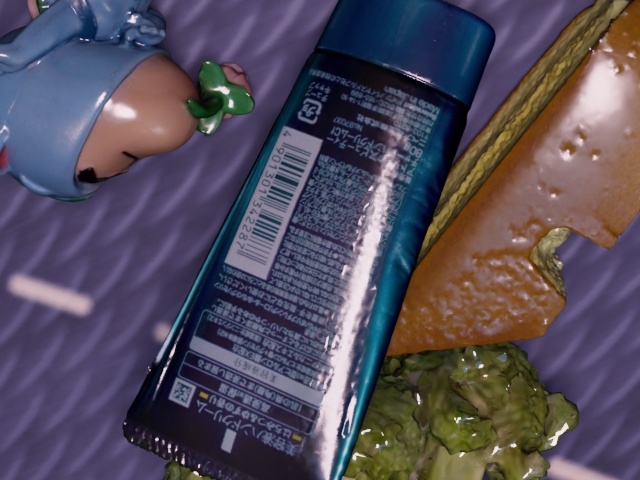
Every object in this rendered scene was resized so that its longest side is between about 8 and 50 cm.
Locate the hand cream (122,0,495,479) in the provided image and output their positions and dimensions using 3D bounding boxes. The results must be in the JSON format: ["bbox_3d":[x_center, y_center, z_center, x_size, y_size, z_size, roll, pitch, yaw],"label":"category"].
[{"bbox_3d":[0.000,0.000,0.721,0.120,0.061,0.270,22,84,15],"label":"hand cream"}]

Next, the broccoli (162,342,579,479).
[{"bbox_3d":[0.053,0.177,0.787,0.302,0.186,0.254,3,70,0],"label":"broccoli"}]

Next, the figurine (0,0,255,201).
[{"bbox_3d":[-0.100,-0.101,0.724,0.144,0.114,0.178,14,101,-5],"label":"figurine"}]

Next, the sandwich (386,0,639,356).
[{"bbox_3d":[0.118,-0.020,0.750,0.088,0.090,0.244,36,107,-8],"label":"sandwich"}]
